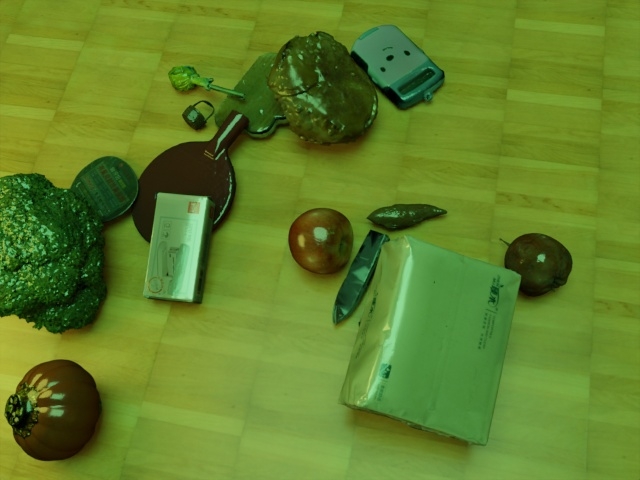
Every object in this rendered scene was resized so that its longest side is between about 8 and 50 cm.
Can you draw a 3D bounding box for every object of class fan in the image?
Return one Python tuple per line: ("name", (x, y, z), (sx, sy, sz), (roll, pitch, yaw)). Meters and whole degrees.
("fan", (-0.592, -0.097, 1.822), (0.223, 0.012, 0.294), (16, 68, 25))

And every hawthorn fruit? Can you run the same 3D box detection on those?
("hawthorn fruit", (0.490, 0.045, 1.614), (0.189, 0.149, 0.149), (36, 74, 18))

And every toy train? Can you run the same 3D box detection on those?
("toy train", (0.093, 0.094, 1.681), (0.055, 0.048, 0.252), (21, 75, 25))

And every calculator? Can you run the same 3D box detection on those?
("calculator", (0.212, -0.485, 1.926), (0.173, 0.051, 0.293), (-35, 68, -12))

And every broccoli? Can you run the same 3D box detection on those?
("broccoli", (-0.674, 0.018, 1.638), (0.413, 0.310, 0.321), (33, 88, -17))

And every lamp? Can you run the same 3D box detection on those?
("lamp", (-0.587, 0.374, 1.531), (0.223, 0.196, 0.223), (-10, 74, 39))

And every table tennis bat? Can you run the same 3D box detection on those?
("table tennis bat", (-0.326, -0.165, 1.805), (0.268, 0.051, 0.415), (32, 81, 19))

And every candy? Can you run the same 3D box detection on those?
("candy", (-0.312, -0.431, 1.917), (0.262, 0.073, 0.077), (21, 46, 26))

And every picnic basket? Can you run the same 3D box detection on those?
("picnic basket", (-0.334, -0.352, 1.906), (0.072, 0.072, 0.083), (40, 76, 20))

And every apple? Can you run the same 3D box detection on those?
("apple", (0.000, 0.000, 1.672), (0.139, 0.163, 0.163), (11, 66, 28))

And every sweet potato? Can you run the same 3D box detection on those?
("sweet potato", (0.216, -0.062, 1.736), (0.206, 0.060, 0.068), (-9, 103, 0))

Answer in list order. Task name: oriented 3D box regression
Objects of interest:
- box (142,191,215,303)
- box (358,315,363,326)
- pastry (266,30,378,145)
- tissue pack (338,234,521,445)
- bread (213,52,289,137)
("box", (-0.347, 0.017, 1.701), (0.135, 0.079, 0.269), (6, 82, 7))
("box", (0.199, 0.143, 1.635), (0.120, 0.069, 0.224), (31, 72, 16))
("pastry", (0.002, -0.385, 1.818), (0.255, 0.162, 0.311), (-33, 91, -27))
("tissue pack", (0.230, 0.209, 1.472), (0.297, 0.207, 0.380), (18, 75, -13))
("bread", (-0.152, -0.384, 1.909), (0.207, 0.056, 0.286), (33, 76, 19))
